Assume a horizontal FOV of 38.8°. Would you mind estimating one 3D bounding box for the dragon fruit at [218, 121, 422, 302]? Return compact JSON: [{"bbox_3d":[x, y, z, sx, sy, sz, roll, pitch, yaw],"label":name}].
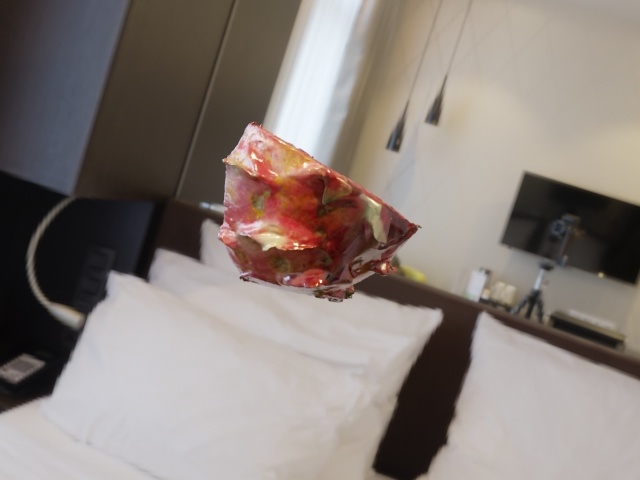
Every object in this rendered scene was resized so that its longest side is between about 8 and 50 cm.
[{"bbox_3d":[0.003,0.009,0.981,0.274,0.161,0.126,30,7,-43],"label":"dragon fruit"}]
